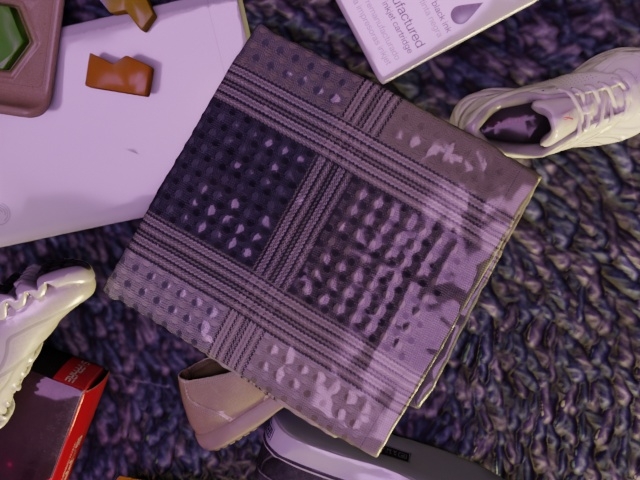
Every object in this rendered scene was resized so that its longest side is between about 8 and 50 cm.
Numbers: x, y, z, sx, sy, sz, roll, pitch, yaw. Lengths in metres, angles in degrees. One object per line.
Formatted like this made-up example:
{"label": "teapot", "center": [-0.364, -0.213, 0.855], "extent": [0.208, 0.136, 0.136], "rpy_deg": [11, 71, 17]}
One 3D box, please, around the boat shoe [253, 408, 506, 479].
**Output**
{"label": "boat shoe", "center": [0.078, 0.272, 1.203], "extent": [0.306, 0.113, 0.105], "rpy_deg": [18, 110, 1]}

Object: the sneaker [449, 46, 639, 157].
{"label": "sneaker", "center": [0.238, -0.118, 1.103], "extent": [0.232, 0.115, 0.090], "rpy_deg": [-18, 100, 8]}

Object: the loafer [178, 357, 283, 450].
{"label": "loafer", "center": [-0.037, 0.112, 1.183], "extent": [0.268, 0.102, 0.092], "rpy_deg": [-36, 103, 11]}

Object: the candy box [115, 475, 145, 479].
{"label": "candy box", "center": [-0.118, 0.309, 1.232], "extent": [0.206, 0.027, 0.105], "rpy_deg": [6, 121, 18]}

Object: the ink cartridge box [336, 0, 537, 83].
{"label": "ink cartridge box", "center": [0.134, -0.305, 1.069], "extent": [0.289, 0.121, 0.211], "rpy_deg": [-28, 99, 9]}

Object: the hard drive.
{"label": "hard drive", "center": [-0.209, -0.121, 1.179], "extent": [0.308, 0.040, 0.203], "rpy_deg": [-12, 101, 6]}

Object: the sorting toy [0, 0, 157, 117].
{"label": "sorting toy", "center": [-0.305, -0.237, 1.130], "extent": [0.307, 0.041, 0.229], "rpy_deg": [10, 92, 7]}

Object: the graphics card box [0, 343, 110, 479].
{"label": "graphics card box", "center": [-0.439, 0.179, 1.234], "extent": [0.371, 0.094, 0.232], "rpy_deg": [23, 102, 0]}

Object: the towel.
{"label": "towel", "center": [0.000, 0.000, 1.108], "extent": [0.324, 0.056, 0.312], "rpy_deg": [31, 93, 12]}

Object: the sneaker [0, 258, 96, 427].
{"label": "sneaker", "center": [-0.324, 0.122, 1.126], "extent": [0.292, 0.110, 0.118], "rpy_deg": [-35, 99, 8]}
